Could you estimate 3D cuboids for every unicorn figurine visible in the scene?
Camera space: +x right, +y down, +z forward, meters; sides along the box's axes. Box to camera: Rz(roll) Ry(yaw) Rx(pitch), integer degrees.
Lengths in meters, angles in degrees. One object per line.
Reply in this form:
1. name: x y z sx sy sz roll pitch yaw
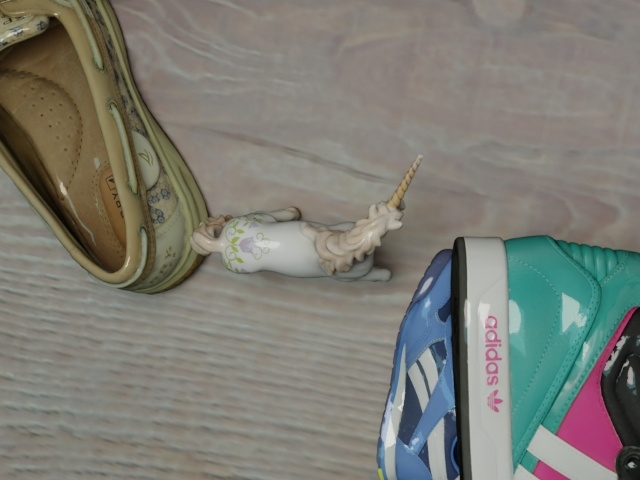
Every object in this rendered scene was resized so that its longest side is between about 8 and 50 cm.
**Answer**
1. unicorn figurine: 0.000 0.000 0.998 0.162 0.111 0.060 -12 86 17

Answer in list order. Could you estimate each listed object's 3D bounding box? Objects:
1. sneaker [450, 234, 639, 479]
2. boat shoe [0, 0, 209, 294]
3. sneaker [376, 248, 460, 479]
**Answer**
1. sneaker: 0.165 0.133 0.949 0.178 0.124 0.295 -4 110 2
2. boat shoe: -0.167 -0.095 1.060 0.104 0.089 0.285 -39 79 14
3. sneaker: 0.072 0.076 1.009 0.059 0.053 0.144 11 101 15
